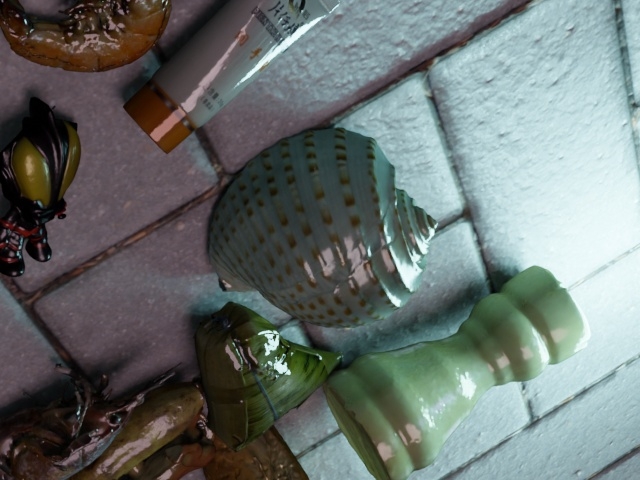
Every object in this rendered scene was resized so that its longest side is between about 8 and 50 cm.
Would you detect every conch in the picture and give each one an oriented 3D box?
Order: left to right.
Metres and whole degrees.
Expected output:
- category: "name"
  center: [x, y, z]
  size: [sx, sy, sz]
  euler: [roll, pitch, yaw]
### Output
- category: "conch"
  center: [0.010, 0.006, 1.819]
  size: [0.319, 0.215, 0.303]
  euler: [-28, 126, -10]

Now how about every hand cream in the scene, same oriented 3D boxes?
- category: "hand cream"
  center: [-0.112, -0.245, 1.614]
  size: [0.314, 0.089, 0.139]
  euler: [-46, 139, 0]

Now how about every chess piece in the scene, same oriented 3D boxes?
- category: "chess piece"
  center: [0.240, 0.223, 2.144]
  size: [0.442, 0.234, 0.234]
  euler: [-30, 137, -11]

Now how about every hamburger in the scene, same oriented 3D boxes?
- category: "hamburger"
  center: [-0.084, 0.465, 2.157]
  size: [0.162, 0.209, 0.330]
  euler: [-25, 134, -12]

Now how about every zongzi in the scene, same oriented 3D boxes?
- category: "zongzi"
  center: [-0.070, 0.171, 1.984]
  size: [0.274, 0.125, 0.251]
  euler: [-30, 137, -27]

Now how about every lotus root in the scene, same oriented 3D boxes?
- category: "lotus root"
  center: [-0.300, 0.302, 1.950]
  size: [0.258, 0.110, 0.097]
  euler: [-36, 116, -8]

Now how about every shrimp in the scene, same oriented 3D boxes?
- category: "shrimp"
  center: [-0.363, 0.264, 1.862]
  size: [0.343, 0.145, 0.116]
  euler: [-29, 163, 0]
- category: "shrimp"
  center: [-0.278, -0.317, 1.457]
  size: [0.222, 0.054, 0.290]
  euler: [-13, 136, -23]

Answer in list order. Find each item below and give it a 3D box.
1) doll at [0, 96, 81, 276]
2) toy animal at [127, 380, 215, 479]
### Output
- category: "doll"
  center: [-0.363, -0.069, 1.600]
  size: [0.088, 0.127, 0.249]
  euler: [16, 120, -2]
- category: "toy animal"
  center: [-0.267, 0.381, 2.063]
  size: [0.312, 0.097, 0.157]
  euler: [-41, 149, 2]
